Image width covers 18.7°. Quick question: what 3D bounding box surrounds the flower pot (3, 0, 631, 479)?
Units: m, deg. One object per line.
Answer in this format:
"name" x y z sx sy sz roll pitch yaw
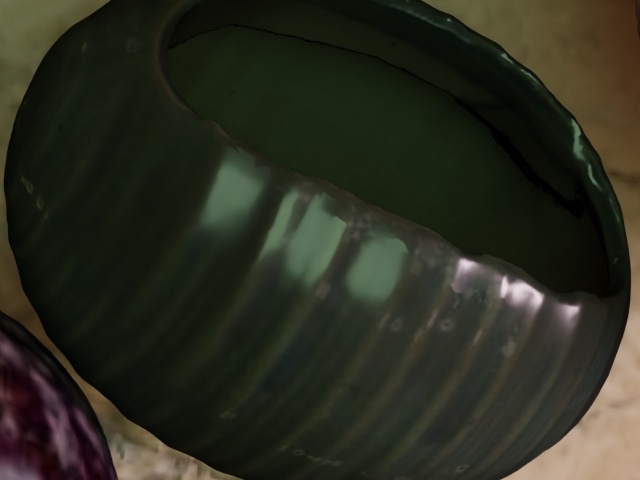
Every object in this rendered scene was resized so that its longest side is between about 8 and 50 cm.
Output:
"flower pot" 0.000 0.000 0.721 0.243 0.189 0.157 23 132 -17

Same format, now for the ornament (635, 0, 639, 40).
"ornament" 0.275 -0.111 0.687 0.337 0.337 0.337 -1 96 -10

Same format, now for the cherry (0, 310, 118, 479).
"cherry" -0.213 0.110 0.669 0.296 0.218 0.255 6 124 -26
